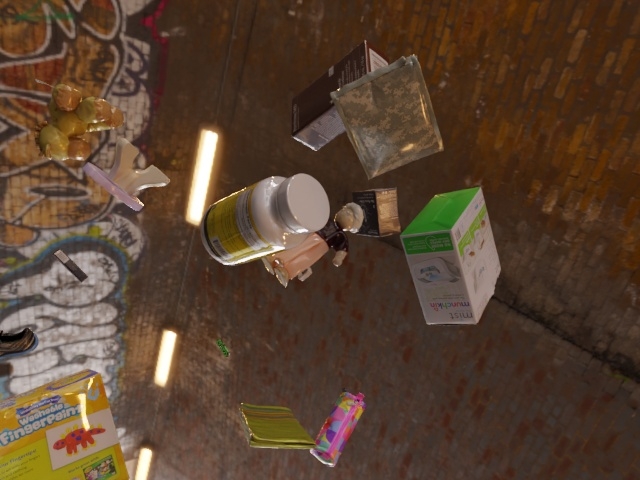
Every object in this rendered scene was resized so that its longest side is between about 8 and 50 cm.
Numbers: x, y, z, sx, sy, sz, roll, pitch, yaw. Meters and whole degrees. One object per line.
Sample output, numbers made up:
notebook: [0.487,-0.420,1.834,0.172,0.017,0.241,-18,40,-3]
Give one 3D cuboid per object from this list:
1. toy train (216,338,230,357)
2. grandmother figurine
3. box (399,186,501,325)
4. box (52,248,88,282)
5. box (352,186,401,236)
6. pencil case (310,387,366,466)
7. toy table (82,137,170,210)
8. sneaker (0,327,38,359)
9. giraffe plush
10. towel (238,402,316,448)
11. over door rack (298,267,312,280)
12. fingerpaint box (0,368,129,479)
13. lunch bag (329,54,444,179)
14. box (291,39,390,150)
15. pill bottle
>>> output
toy train: [-0.366,0.406,1.726,0.024,0.017,0.083,-43,-120,-3]
grandmother figurine: [0.000,0.000,1.383,0.208,0.342,0.104,44,-23,21]
box: [0.318,0.031,1.073,0.127,0.262,0.231,-7,-68,35]
box: [-0.773,0.077,1.412,0.116,0.029,0.162,53,-27,-18]
box: [0.192,-0.099,1.583,0.156,0.093,0.158,8,-73,65]
pencil case: [0.061,0.607,1.494,0.105,0.236,0.104,24,-34,18]
toy table: [-0.650,-0.224,1.554,0.252,0.161,0.274,41,-8,6]
sneaker: [-0.833,0.271,1.168,0.067,0.188,0.078,39,-42,48]
giraffe plush: [-0.599,-0.265,1.089,0.181,0.210,0.170,44,64,-89]
towel: [-0.081,0.310,0.776,0.237,0.102,0.021,147,-52,-74]
over door rack: [-0.190,0.027,1.702,0.108,0.240,0.324,-54,-153,11]
fingerpaint box: [-0.868,0.651,1.383,0.163,0.445,0.370,-10,-85,49]
lunch bag: [0.177,-0.342,1.234,0.235,0.287,0.168,-21,-131,11]
box: [0.066,-0.503,1.624,0.381,0.143,0.191,-28,-127,41]
pill bottle: [-0.144,-0.054,1.180,0.334,0.188,0.187,-17,-100,41]
